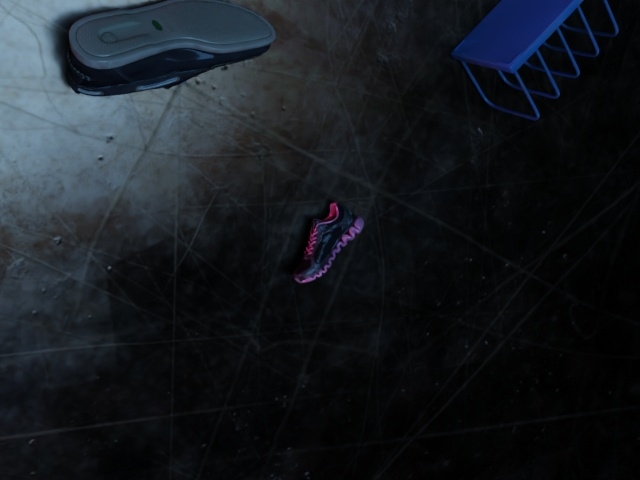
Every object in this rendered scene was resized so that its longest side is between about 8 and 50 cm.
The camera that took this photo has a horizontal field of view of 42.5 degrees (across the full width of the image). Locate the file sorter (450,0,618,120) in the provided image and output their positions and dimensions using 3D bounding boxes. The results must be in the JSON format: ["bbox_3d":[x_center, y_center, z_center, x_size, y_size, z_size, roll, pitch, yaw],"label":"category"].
[{"bbox_3d":[0.283,-0.256,1.073,0.170,0.118,0.104,-46,126,-7],"label":"file sorter"}]

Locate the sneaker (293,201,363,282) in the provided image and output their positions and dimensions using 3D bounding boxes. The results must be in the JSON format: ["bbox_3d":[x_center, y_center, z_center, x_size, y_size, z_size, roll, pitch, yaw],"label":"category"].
[{"bbox_3d":[0.000,0.000,1.053,0.119,0.047,0.057,-50,116,-13],"label":"sneaker"}]

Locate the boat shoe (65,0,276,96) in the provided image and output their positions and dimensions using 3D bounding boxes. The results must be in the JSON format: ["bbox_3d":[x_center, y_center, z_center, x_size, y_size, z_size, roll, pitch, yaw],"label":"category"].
[{"bbox_3d":[-0.158,-0.206,0.886,0.233,0.084,0.079,-17,153,-30],"label":"boat shoe"}]
